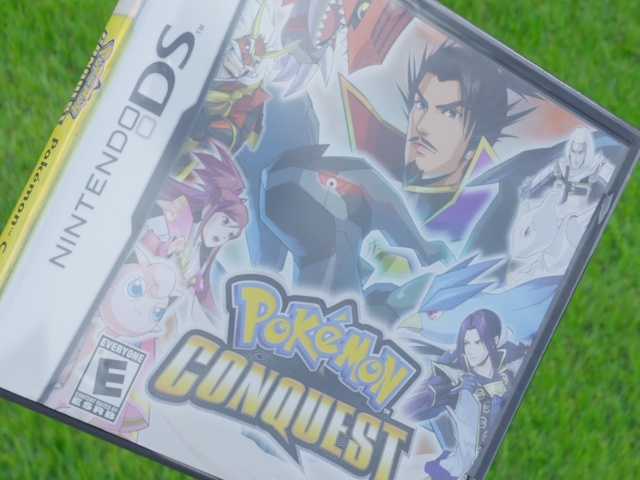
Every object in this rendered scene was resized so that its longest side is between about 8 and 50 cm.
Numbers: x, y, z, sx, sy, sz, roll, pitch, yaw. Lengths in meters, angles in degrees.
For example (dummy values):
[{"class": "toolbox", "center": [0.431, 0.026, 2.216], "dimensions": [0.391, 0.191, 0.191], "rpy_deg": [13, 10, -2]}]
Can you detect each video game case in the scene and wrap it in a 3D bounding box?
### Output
[{"class": "video game case", "center": [0.000, 0.000, 0.760], "dimensions": [0.274, 0.035, 0.248], "rpy_deg": [28, 87, -27]}]
